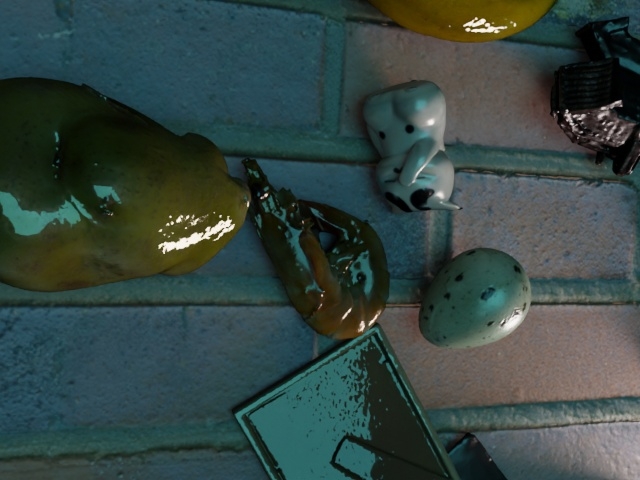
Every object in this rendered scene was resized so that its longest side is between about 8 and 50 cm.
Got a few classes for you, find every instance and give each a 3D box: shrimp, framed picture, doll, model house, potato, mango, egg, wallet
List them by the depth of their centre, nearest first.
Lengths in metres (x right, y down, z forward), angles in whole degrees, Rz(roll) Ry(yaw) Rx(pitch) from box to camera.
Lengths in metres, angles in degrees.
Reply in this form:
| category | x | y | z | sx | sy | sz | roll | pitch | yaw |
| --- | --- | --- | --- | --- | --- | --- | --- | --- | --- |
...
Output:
| category | x | y | z | sx | sy | sz | roll | pitch | yaw |
| --- | --- | --- | --- | --- | --- | --- | --- | --- | --- |
| potato | -0.247 | -0.054 | 0.850 | 0.351 | 0.202 | 0.218 | 0 | 57 | -25 |
| mango | 0.164 | -0.355 | 0.998 | 0.331 | 0.142 | 0.195 | 23 | 92 | -23 |
| shrimp | 0.000 | 0.000 | 1.014 | 0.152 | 0.063 | 0.287 | -35 | 109 | -16 |
| doll | 0.119 | -0.121 | 1.023 | 0.107 | 0.110 | 0.181 | -18 | 103 | -57 |
| egg | 0.210 | 0.085 | 1.068 | 0.164 | 0.131 | 0.131 | -38 | 108 | 11 |
| framed picture | 0.054 | 0.308 | 1.070 | 0.240 | 0.020 | 0.324 | -31 | 99 | -15 |
| model house | 0.412 | -0.222 | 1.127 | 0.164 | 0.141 | 0.203 | 19 | 67 | 1 |
| wallet | 0.154 | 0.421 | 1.131 | 0.285 | 0.030 | 0.146 | -39 | 109 | -12 |
